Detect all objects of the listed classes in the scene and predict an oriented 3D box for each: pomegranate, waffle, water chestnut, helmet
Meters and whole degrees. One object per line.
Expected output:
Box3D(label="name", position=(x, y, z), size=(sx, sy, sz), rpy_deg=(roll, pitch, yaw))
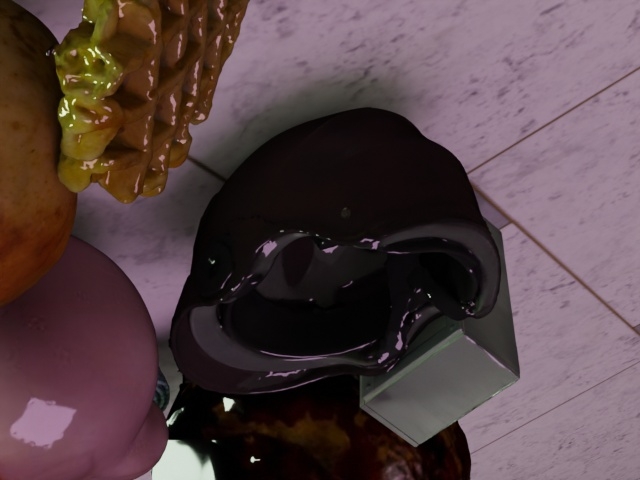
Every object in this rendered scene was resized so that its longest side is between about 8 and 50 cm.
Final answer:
Box3D(label="pomegranate", position=(-0.254, -0.054, 0.825), size=(0.215, 0.215, 0.215), rpy_deg=(-18, 152, -10))
Box3D(label="waffle", position=(-0.094, -0.145, 0.798), size=(0.056, 0.253, 0.249), rpy_deg=(19, 162, 11))
Box3D(label="water chestnut", position=(-0.005, 0.224, 1.438), size=(0.335, 0.335, 0.347), rpy_deg=(-35, -178, 21))
Box3D(label="helmet", position=(0.000, 0.000, 1.150), size=(0.305, 0.177, 0.225), rpy_deg=(-24, 147, 26))

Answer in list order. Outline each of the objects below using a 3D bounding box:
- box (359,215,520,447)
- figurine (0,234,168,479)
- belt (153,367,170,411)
Box3D(label="box", position=(0.108, 0.070, 1.290), size=(0.086, 0.225, 0.129), rpy_deg=(39, 119, -24))
Box3D(label="figurine", position=(-0.253, 0.101, 1.078), size=(0.261, 0.269, 0.211), rpy_deg=(-16, 147, -32))
Box3D(label="belt", position=(-0.235, 0.155, 1.342), size=(0.163, 0.082, 0.147), rpy_deg=(-12, 146, -22))
